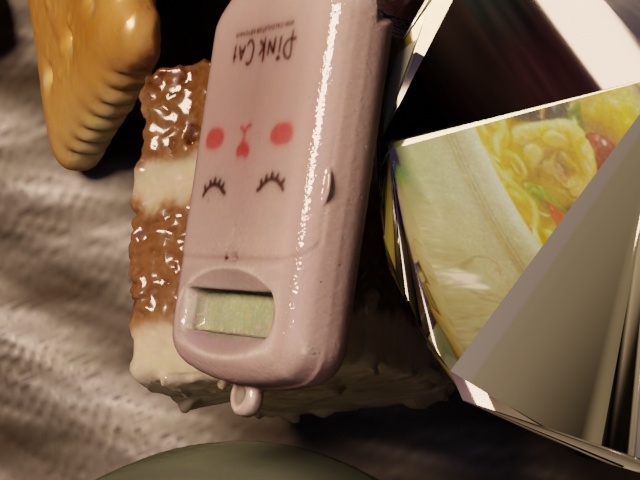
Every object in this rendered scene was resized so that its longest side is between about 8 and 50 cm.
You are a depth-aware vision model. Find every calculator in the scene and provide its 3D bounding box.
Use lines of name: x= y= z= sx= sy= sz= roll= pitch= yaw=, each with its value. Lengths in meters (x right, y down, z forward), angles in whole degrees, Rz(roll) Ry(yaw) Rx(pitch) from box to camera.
calculator: x=-0.016 y=-0.021 z=0.601 sx=0.100 sy=0.032 sz=0.175 roll=0 pitch=81 yaw=59

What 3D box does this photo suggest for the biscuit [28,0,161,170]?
biscuit: x=-0.128 y=-0.172 z=0.797 sx=0.030 sy=0.160 sz=0.250 roll=-5 pitch=73 yaw=-23

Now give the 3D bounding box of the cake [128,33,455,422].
cake: x=0.000 y=0.000 z=0.701 sx=0.134 sy=0.135 sz=0.147 roll=-11 pitch=72 yaw=25

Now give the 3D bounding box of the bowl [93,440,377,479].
bowl: x=-0.068 y=0.225 z=0.684 sx=0.289 sy=0.146 sz=0.289 roll=-4 pitch=79 yaw=24

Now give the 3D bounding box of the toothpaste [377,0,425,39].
toothpaste: x=0.033 y=-0.111 z=0.674 sx=0.067 sy=0.194 sz=0.043 roll=32 pitch=89 yaw=12

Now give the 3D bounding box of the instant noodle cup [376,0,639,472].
instant noodle cup: x=0.157 y=-0.018 z=0.612 sx=0.240 sy=0.178 sz=0.240 roll=-5 pitch=78 yaw=23
